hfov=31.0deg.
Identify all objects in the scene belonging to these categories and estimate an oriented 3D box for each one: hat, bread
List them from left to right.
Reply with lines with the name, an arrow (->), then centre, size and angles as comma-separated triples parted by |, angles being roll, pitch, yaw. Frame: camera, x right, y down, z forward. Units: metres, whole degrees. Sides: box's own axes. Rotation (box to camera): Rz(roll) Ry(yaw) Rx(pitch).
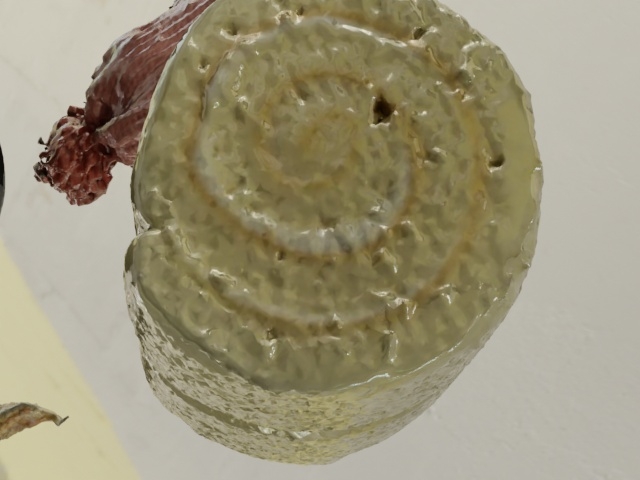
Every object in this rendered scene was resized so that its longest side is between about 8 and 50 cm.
hat -> -0.131, -0.137, 0.988 | 0.286, 0.107, 0.237 | -45, -155, 9
bread -> 0.000, 0.000, 0.417 | 0.134, 0.141, 0.148 | 18, -111, 1

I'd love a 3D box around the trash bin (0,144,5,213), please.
trash bin -> -0.407, -0.042, 0.870 | 0.252, 0.301, 0.203 | -10, -87, 17

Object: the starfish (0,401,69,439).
starfish -> -0.379, 0.205, 1.072 | 0.293, 0.084, 0.301 | -13, -156, 11
